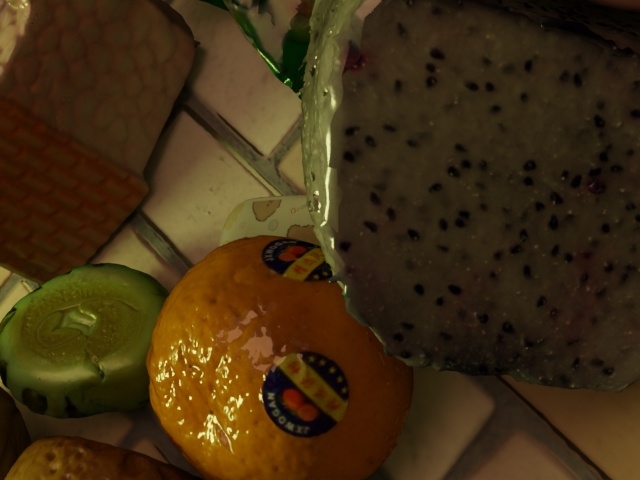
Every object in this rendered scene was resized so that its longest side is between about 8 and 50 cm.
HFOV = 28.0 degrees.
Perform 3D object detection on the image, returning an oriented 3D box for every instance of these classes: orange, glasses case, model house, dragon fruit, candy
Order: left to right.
[{"bbox_3d":[-0.268,-0.112,1.017,0.237,0.202,0.237,16,80,34],"label":"model house"},{"bbox_3d":[-0.041,-0.211,0.993,0.141,0.078,0.203,-43,65,-11],"label":"candy"},{"bbox_3d":[-0.024,0.082,0.822,0.178,0.155,0.177,12,116,25],"label":"orange"},{"bbox_3d":[0.000,0.000,0.913,0.164,0.041,0.063,0,73,32],"label":"glasses case"},{"bbox_3d":[0.116,-0.047,0.767,0.283,0.204,0.221,13,105,-7],"label":"dragon fruit"}]

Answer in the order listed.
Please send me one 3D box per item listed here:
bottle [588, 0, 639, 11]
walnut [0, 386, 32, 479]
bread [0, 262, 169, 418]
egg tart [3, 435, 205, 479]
[{"bbox_3d":[0.212,-0.269,0.763,0.206,0.173,0.297,0,33,11],"label":"bottle"},{"bbox_3d":[-0.314,0.184,0.938,0.228,0.228,0.228,-11,67,27],"label":"walnut"},{"bbox_3d":[-0.169,0.079,0.955,0.139,0.071,0.130,-26,53,-9],"label":"bread"},{"bbox_3d":[-0.140,0.218,0.837,0.202,0.202,0.147,4,64,32],"label":"egg tart"}]
